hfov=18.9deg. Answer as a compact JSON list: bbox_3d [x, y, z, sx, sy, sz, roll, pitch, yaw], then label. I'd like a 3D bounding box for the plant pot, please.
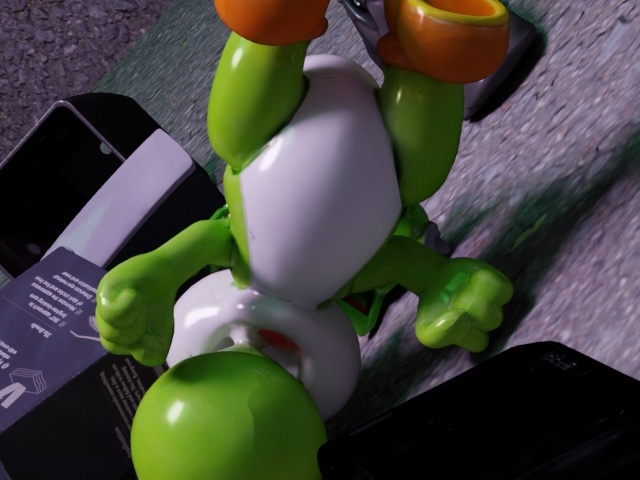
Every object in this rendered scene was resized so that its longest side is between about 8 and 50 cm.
[{"bbox_3d":[-0.216,-0.042,1.921,0.188,0.187,0.167,-44,4,27],"label":"plant pot"}]

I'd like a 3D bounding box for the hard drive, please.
[{"bbox_3d":[-0.150,0.059,1.496,0.054,0.172,0.255,21,67,44],"label":"hard drive"}]

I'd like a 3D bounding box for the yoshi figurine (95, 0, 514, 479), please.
[{"bbox_3d":[-0.017,0.025,1.077,0.203,0.203,0.362,-13,-52,-46],"label":"yoshi figurine"}]

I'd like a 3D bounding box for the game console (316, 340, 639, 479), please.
[{"bbox_3d":[-0.021,0.148,0.842,0.361,0.044,0.213,-27,8,-7],"label":"game console"}]

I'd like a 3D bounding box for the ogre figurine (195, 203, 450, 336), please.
[{"bbox_3d":[0.000,0.000,1.264,0.197,0.118,0.097,-42,12,25],"label":"ogre figurine"}]

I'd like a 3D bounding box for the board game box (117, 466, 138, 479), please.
[{"bbox_3d":[-0.102,0.144,1.396,0.154,0.026,0.103,-42,17,32],"label":"board game box"}]

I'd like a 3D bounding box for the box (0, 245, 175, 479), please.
[{"bbox_3d":[-0.186,0.100,1.333,0.158,0.093,0.156,-37,34,-22],"label":"box"}]

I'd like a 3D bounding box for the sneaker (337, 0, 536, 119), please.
[{"bbox_3d":[0.071,-0.177,1.463,0.109,0.130,0.286,-53,13,0],"label":"sneaker"}]
